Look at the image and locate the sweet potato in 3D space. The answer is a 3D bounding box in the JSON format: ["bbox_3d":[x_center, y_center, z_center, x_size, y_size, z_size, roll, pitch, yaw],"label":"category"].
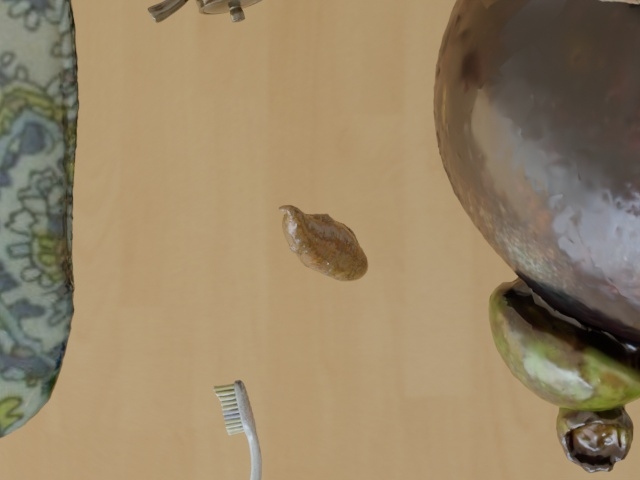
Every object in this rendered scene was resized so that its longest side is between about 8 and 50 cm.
[{"bbox_3d":[0.000,0.000,1.649,0.060,0.206,0.068,-16,70,17],"label":"sweet potato"}]

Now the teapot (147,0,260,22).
[{"bbox_3d":[-0.106,-0.232,1.419,0.110,0.085,0.080,-15,87,-1],"label":"teapot"}]

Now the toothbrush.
[{"bbox_3d":[-0.065,0.321,1.703,0.037,0.028,0.375,-8,110,4],"label":"toothbrush"}]

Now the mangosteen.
[{"bbox_3d":[0.215,-0.046,0.912,0.306,0.306,0.359,-7,122,-14],"label":"mangosteen"}]

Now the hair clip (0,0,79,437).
[{"bbox_3d":[-0.091,-0.055,0.379,0.066,0.036,0.229,1,98,-9],"label":"hair clip"}]

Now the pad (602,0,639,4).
[{"bbox_3d":[0.097,-0.177,0.400,0.003,0.158,0.235,9,100,-11],"label":"pad"}]
